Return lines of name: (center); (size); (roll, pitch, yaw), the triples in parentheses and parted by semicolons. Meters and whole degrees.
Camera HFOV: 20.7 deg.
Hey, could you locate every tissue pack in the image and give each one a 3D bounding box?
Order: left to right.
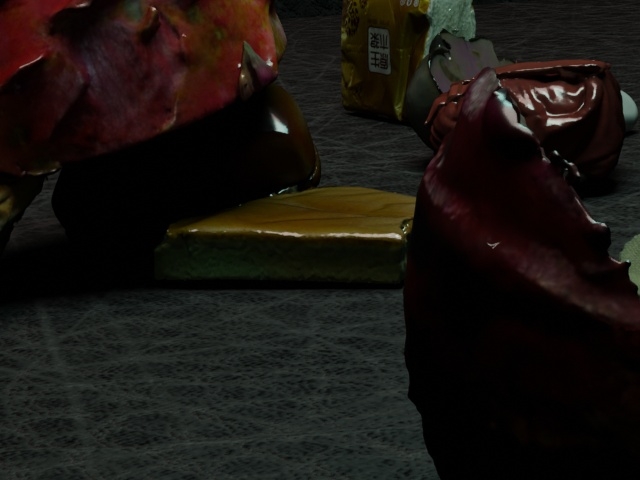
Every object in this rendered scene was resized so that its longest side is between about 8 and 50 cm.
tissue pack: (0.117, -0.257, 2.380); (0.092, 0.183, 0.226); (-7, 13, -27)

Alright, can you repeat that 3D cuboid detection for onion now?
onion: (0.106, 0.047, 0.999); (0.146, 0.280, 0.314); (-25, 15, 3)

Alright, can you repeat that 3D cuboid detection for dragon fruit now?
dragon fruit: (-0.225, -0.230, 1.682); (0.386, 0.249, 0.371); (1, 31, 35)

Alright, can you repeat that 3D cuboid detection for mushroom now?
mushroom: (0.168, -0.159, 2.072); (0.188, 0.117, 0.141); (6, 46, -46)

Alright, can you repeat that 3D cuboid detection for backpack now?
backpack: (0.220, -0.130, 1.895); (0.229, 0.139, 0.229); (-8, 20, 3)

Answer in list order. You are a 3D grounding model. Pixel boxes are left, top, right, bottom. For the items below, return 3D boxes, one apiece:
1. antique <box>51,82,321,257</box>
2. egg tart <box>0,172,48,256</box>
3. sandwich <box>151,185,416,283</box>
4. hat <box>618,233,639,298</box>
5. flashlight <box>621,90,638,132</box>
antique: (-0.139, -0.080, 1.778); (0.278, 0.129, 0.223); (-8, 36, 18)
egg tart: (-0.421, -0.005, 1.667); (0.341, 0.129, 0.341); (-4, 15, 1)
sandwich: (0.000, 0.000, 1.617); (0.245, 0.063, 0.212); (-15, 17, -35)
hat: (0.297, 0.079, 1.029); (0.257, 0.130, 0.257); (2, 19, -1)
flashlight: (0.314, -0.147, 2.094); (0.200, 0.093, 0.047); (-14, -27, -50)
